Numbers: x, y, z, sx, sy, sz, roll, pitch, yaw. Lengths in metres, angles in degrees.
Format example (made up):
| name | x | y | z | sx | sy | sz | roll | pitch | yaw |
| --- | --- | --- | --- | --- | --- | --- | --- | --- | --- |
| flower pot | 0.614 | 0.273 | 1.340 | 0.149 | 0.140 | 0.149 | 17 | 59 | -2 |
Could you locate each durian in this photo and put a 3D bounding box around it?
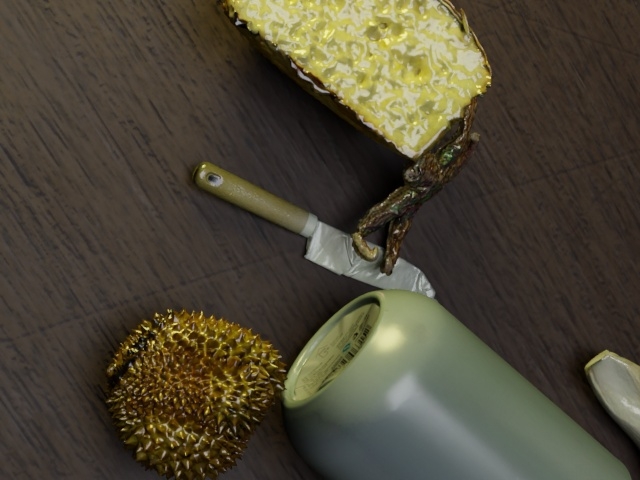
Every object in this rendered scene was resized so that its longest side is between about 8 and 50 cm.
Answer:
| name | x | y | z | sx | sy | sz | roll | pitch | yaw |
| --- | --- | --- | --- | --- | --- | --- | --- | --- | --- |
| durian | -0.119 | 0.143 | 1.395 | 0.168 | 0.137 | 0.158 | 23 | 70 | -20 |

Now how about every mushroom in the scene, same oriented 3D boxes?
| name | x | y | z | sx | sy | sz | roll | pitch | yaw |
| --- | --- | --- | --- | --- | --- | --- | --- | --- | --- |
| mushroom | 0.354 | 0.201 | 1.638 | 0.084 | 0.071 | 0.209 | -35 | 100 | 12 |

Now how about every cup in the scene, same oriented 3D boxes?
| name | x | y | z | sx | sy | sz | roll | pitch | yaw |
| --- | --- | --- | --- | --- | --- | --- | --- | --- | --- |
| cup | 0.123 | 0.198 | 1.461 | 0.312 | 0.205 | 0.205 | 43 | 73 | -15 |

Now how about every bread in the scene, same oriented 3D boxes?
| name | x | y | z | sx | sy | sz | roll | pitch | yaw |
| --- | --- | --- | --- | --- | --- | --- | --- | --- | --- |
| bread | 0.029 | -0.201 | 1.469 | 0.260 | 0.147 | 0.160 | 34 | 84 | -13 |

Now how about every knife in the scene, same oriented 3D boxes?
| name | x | y | z | sx | sy | sz | roll | pitch | yaw |
| --- | --- | --- | --- | --- | --- | --- | --- | --- | --- |
| knife | -0.001 | 0.000 | 1.514 | 0.298 | 0.017 | 0.047 | 25 | 78 | -25 |

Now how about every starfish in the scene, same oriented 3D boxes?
| name | x | y | z | sx | sy | sz | roll | pitch | yaw |
| --- | --- | --- | --- | --- | --- | --- | --- | --- | --- |
| starfish | 0.101 | -0.066 | 1.513 | 0.053 | 0.150 | 0.210 | 31 | 95 | 12 |
